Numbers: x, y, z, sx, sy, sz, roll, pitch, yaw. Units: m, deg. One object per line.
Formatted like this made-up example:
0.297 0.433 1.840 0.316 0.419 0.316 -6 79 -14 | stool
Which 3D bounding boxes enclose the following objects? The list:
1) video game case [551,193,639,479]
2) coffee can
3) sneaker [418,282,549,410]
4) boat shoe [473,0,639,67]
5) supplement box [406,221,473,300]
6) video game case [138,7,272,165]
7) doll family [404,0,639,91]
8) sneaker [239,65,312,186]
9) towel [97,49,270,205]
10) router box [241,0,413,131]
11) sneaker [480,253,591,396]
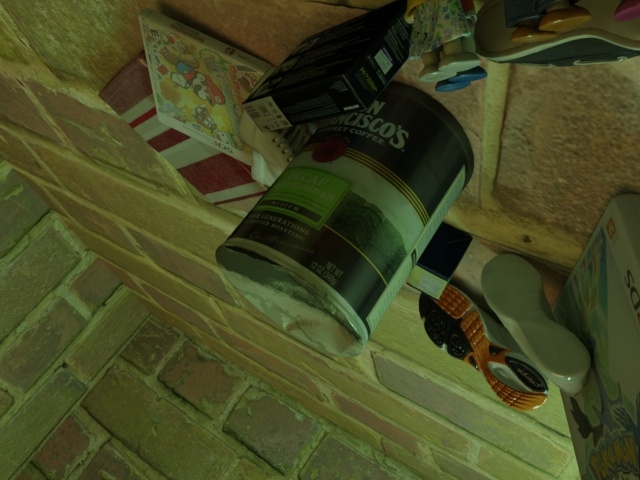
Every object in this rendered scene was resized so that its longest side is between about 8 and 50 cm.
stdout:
0.339 0.162 0.626 0.036 0.299 0.329 -4 147 6 | video game case
0.036 -0.028 0.667 0.202 0.275 0.201 29 155 15 | coffee can
0.279 0.170 0.940 0.262 0.099 0.121 48 -157 17 | sneaker
0.227 -0.177 0.432 0.206 0.075 0.065 6 -175 41 | boat shoe
0.179 0.032 0.826 0.056 0.083 0.083 30 155 15 | supplement box
-0.175 -0.225 0.853 0.207 0.026 0.227 26 151 6 | video game case
0.119 -0.213 0.374 0.263 0.119 0.163 -7 94 56 | doll family
-0.037 -0.141 0.788 0.123 0.105 0.290 30 167 7 | sneaker
-0.257 -0.198 1.048 0.329 0.037 0.237 46 152 -26 | towel
0.012 -0.184 0.588 0.179 0.133 0.046 4 140 51 | router box
0.281 0.114 0.734 0.212 0.080 0.094 -106 -10 -45 | sneaker
